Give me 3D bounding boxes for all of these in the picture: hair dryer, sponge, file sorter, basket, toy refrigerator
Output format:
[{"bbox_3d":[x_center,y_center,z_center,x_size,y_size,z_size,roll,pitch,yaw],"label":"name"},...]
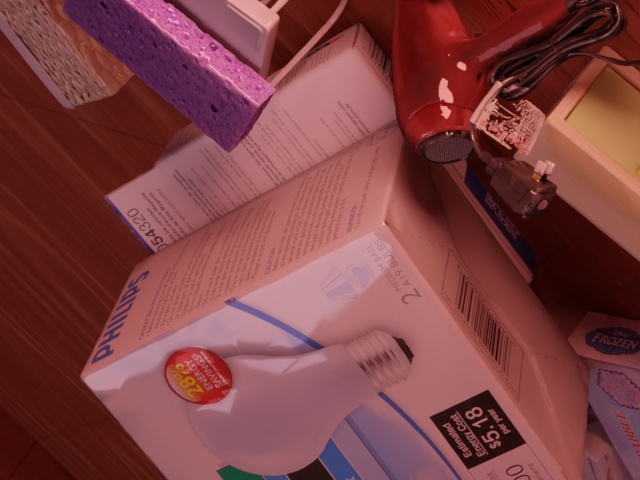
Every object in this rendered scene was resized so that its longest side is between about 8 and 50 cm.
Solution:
[{"bbox_3d":[0.157,-0.159,1.506,0.293,0.223,0.080,37,-176,41],"label":"hair dryer"},{"bbox_3d":[-0.142,-0.174,1.601,0.210,0.031,0.117,40,157,1],"label":"sponge"},{"bbox_3d":[-0.118,-0.280,1.634,0.277,0.173,0.193,36,155,8],"label":"file sorter"},{"bbox_3d":[-0.276,-0.246,1.977,0.103,0.113,0.167,-1,134,51],"label":"basket"},{"bbox_3d":[0.313,-0.038,1.527,0.269,0.102,0.094,40,155,1],"label":"toy refrigerator"}]

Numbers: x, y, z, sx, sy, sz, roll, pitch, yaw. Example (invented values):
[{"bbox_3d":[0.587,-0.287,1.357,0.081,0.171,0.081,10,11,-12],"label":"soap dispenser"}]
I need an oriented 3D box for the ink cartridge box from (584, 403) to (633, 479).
[{"bbox_3d":[0.301,0.229,1.999,0.122,0.052,0.088,41,163,45],"label":"ink cartridge box"}]

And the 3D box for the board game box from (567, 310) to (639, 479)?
[{"bbox_3d":[0.443,0.224,1.816,0.318,0.066,0.319,11,142,46],"label":"board game box"}]

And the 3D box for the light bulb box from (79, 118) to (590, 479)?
[{"bbox_3d":[0.024,0.134,1.745,0.361,0.225,0.358,-28,111,24],"label":"light bulb box"}]

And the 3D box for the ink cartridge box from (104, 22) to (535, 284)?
[{"bbox_3d":[0.001,-0.018,1.831,0.330,0.071,0.324,-27,116,26],"label":"ink cartridge box"}]
